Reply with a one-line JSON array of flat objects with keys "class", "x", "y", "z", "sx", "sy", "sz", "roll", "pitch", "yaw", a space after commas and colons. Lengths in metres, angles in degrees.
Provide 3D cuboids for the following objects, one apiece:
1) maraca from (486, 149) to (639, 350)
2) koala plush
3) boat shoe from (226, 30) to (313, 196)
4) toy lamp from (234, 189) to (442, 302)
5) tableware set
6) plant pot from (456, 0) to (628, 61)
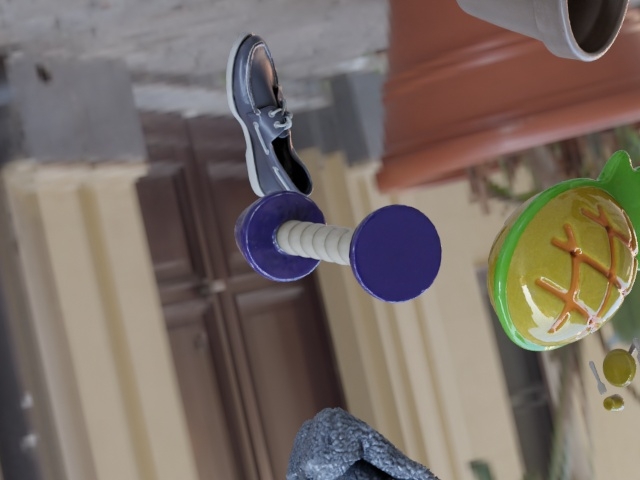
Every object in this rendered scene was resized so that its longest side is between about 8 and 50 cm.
[{"class": "maraca", "x": 0.199, "y": 0.008, "z": 1.185, "sx": 0.185, "sy": 0.127, "sz": 0.099, "roll": -35, "pitch": -146, "yaw": -29}, {"class": "koala plush", "x": 0.021, "y": 0.323, "z": 1.633, "sx": 0.221, "sy": 0.203, "sz": 0.196, "roll": -56, "pitch": 179, "yaw": -16}, {"class": "boat shoe", "x": -0.049, "y": -0.132, "z": 1.670, "sx": 0.065, "sy": 0.206, "sz": 0.075, "roll": 15, "pitch": -138, "yaw": 31}, {"class": "toy lamp", "x": 0.000, "y": 0.000, "z": 1.212, "sx": 0.080, "sy": 0.080, "sz": 0.274, "roll": -11, "pitch": -174, "yaw": -22}, {"class": "tableware set", "x": 0.406, "y": 0.167, "z": 1.887, "sx": 0.024, "sy": 0.104, "sz": 0.154, "roll": 2, "pitch": 153, "yaw": -47}, {"class": "plant pot", "x": 0.341, "y": -0.424, "z": 2.449, "sx": 0.229, "sy": 0.263, "sz": 0.263, "roll": 10, "pitch": -170, "yaw": 34}]
